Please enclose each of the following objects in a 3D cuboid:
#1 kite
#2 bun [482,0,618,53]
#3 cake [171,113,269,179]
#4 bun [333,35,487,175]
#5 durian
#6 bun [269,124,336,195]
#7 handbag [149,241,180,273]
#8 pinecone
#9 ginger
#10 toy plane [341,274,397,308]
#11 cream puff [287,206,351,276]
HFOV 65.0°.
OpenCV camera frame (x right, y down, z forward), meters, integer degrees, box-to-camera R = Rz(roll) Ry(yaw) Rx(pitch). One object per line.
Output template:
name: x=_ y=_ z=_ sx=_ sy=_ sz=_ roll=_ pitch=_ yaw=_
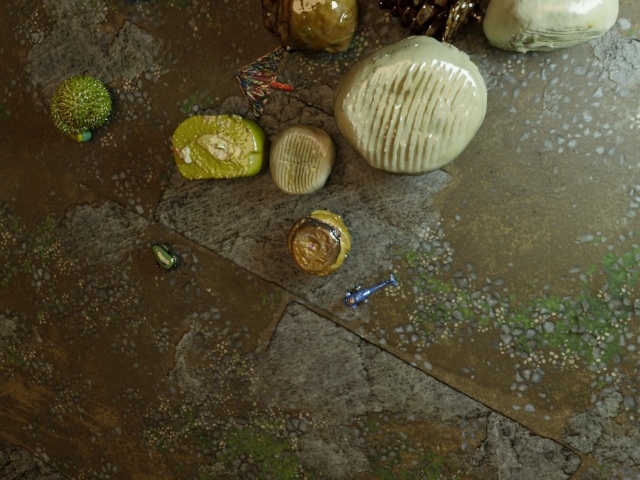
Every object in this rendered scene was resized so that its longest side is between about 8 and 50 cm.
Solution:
kite: x=-0.162 y=-0.458 z=1.428 sx=0.189 sy=0.009 sz=0.232 roll=21 pitch=102 yaw=11
bun: x=0.505 y=-0.513 z=1.120 sx=0.273 sy=0.273 sz=0.168 roll=5 pitch=102 yaw=13
cake: x=-0.278 y=-0.265 z=1.415 sx=0.261 sy=0.156 sz=0.178 roll=-1 pitch=104 yaw=13
bun: x=0.218 y=-0.322 z=1.241 sx=0.363 sy=0.234 sz=0.325 roll=-11 pitch=105 yaw=9
durian: x=-0.727 y=-0.406 z=1.506 sx=0.198 sy=0.146 sz=0.159 roll=-37 pitch=86 yaw=13
bun: x=-0.045 y=-0.219 z=1.375 sx=0.179 sy=0.128 sz=0.192 roll=17 pitch=113 yaw=11
handbag: x=-0.488 y=0.049 z=1.560 sx=0.072 sy=0.047 sz=0.111 roll=-42 pitch=89 yaw=15
pinecone: x=0.270 y=-0.594 z=1.196 sx=0.273 sy=0.224 sz=0.224 roll=37 pitch=105 yaw=14
ginger: x=-0.021 y=-0.607 z=1.279 sx=0.223 sy=0.200 sz=0.269 roll=-15 pitch=51 yaw=-14
toy plane: x=0.133 y=0.147 z=1.413 sx=0.167 sy=0.062 sz=0.054 roll=-27 pitch=90 yaw=6
cream puff: x=0.000 y=0.000 z=1.390 sx=0.189 sy=0.129 sz=0.188 roll=5 pitch=107 yaw=18
